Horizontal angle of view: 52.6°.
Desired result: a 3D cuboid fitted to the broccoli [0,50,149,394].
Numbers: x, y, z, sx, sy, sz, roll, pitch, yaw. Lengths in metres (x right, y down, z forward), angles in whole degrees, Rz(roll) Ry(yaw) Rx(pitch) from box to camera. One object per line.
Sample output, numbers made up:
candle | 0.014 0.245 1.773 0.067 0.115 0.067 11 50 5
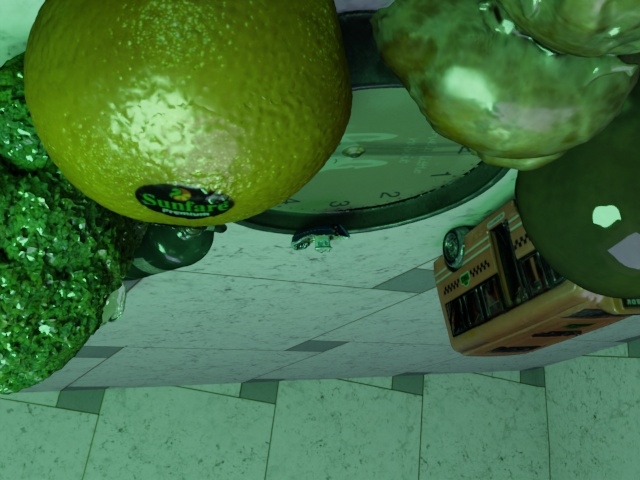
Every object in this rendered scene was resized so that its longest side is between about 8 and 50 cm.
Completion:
broccoli | -0.337 -0.002 0.629 0.413 0.310 0.321 -44 141 4

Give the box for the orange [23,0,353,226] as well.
orange | -0.091 -0.117 0.481 0.237 0.236 0.236 -5 160 -2

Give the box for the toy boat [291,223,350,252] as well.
toy boat | 0.000 0.000 0.857 0.083 0.038 0.038 -13 159 20

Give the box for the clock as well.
clock | 0.037 -0.104 0.746 0.387 0.076 0.386 -5 160 -2

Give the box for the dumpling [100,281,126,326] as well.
dumpling | -0.435 0.068 1.050 0.247 0.142 0.172 11 120 -23

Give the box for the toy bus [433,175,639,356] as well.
toy bus | 0.353 0.046 1.018 0.203 0.232 0.427 1 159 -16

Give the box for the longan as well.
longan | 0.334 -0.066 0.691 0.258 0.257 0.258 -5 160 -2

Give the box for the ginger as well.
ginger | 0.158 -0.174 0.445 0.256 0.176 0.375 4 152 0

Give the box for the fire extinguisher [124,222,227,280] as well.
fire extinguisher | -0.204 -0.006 0.846 0.118 0.093 0.294 3 171 -34
